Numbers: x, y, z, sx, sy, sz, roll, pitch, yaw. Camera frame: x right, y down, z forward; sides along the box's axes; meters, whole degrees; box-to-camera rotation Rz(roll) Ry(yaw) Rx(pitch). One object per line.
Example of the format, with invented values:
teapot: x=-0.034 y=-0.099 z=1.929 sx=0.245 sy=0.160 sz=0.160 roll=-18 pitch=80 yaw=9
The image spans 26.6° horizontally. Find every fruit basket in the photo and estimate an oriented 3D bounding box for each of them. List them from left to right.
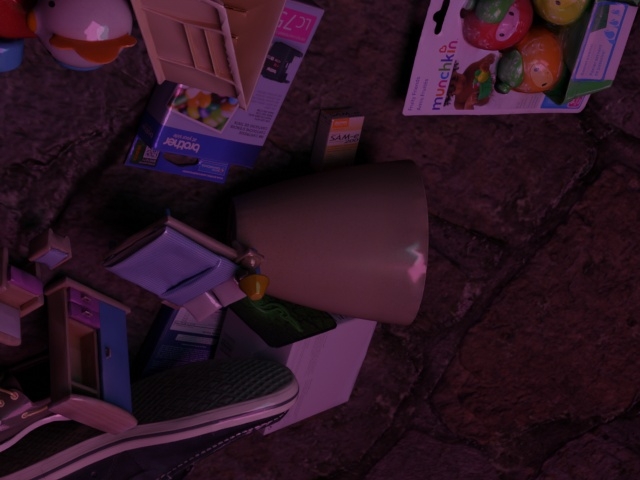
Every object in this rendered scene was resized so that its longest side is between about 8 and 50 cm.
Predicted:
fruit basket: x=0.320 y=-0.333 z=2.102 sx=0.353 sy=0.165 sz=0.327 roll=-6 pitch=125 yaw=-31

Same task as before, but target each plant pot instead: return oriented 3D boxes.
plant pot: x=0.000 y=0.000 z=2.057 sx=0.274 sy=0.256 sz=0.256 roll=1 pitch=123 yaw=-11

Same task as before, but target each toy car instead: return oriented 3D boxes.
toy car: x=-0.308 y=-0.272 z=1.589 sx=0.210 sy=0.238 sz=0.219 roll=-4 pitch=125 yaw=-24

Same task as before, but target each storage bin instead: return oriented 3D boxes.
storage bin: x=-0.116 y=-0.342 z=1.634 sx=0.260 sy=0.123 sz=0.262 roll=84 pitch=23 yaw=-68

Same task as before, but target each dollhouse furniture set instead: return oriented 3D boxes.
dollhouse furniture set: x=-0.257 y=0.096 z=1.863 sx=0.303 sy=0.198 sz=0.286 roll=-28 pitch=144 yaw=26

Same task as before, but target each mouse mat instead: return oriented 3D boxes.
mouse mat: x=-0.081 y=0.090 z=2.074 sx=0.153 sy=0.190 sz=0.007 roll=-16 pitch=138 yaw=-46

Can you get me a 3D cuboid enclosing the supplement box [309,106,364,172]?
supplement box: x=0.025 y=-0.154 z=2.099 sx=0.062 sy=0.036 sz=0.098 roll=-10 pitch=126 yaw=-32

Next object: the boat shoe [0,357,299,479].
boat shoe: x=-0.258 y=0.314 z=2.047 sx=0.500 sy=0.187 sz=0.156 roll=-22 pitch=112 yaw=5

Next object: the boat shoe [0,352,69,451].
boat shoe: x=-0.444 y=0.230 z=1.981 sx=0.305 sy=0.109 sz=0.091 roll=-19 pitch=131 yaw=-34

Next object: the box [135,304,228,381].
box: x=-0.204 y=0.147 z=2.151 sx=0.136 sy=0.036 sz=0.225 roll=13 pitch=111 yaw=-43

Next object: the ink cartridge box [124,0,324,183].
ink cartridge box: x=-0.137 y=-0.216 z=1.912 sx=0.186 sy=0.065 sz=0.311 roll=9 pitch=117 yaw=-41

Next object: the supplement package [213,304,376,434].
supplement package: x=-0.045 y=0.171 z=2.179 sx=0.203 sy=0.149 sz=0.194 roll=-15 pitch=133 yaw=-46
